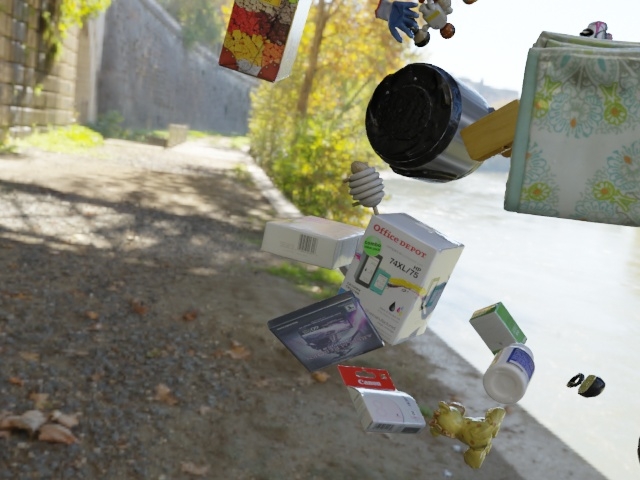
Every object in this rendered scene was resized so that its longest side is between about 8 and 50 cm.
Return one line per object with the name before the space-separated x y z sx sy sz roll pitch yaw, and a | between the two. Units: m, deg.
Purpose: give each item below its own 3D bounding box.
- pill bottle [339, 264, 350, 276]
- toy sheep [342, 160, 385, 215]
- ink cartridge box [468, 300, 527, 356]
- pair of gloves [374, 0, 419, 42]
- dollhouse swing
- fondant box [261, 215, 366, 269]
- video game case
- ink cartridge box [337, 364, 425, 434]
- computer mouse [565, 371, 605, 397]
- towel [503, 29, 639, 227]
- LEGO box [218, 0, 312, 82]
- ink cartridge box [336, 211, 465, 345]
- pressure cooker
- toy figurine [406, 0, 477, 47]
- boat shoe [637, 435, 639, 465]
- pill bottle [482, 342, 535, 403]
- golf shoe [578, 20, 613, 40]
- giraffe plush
pill bottle | 0.167 0.050 2.459 0.208 0.118 0.117 -37 22 -12
toy sheep | 0.103 -0.118 1.543 0.091 0.132 0.091 -25 8 4
ink cartridge box | 0.577 0.304 2.169 0.109 0.209 0.062 -31 8 44
pair of gloves | 0.185 -0.543 1.503 0.023 0.198 0.159 -5 37 -34
dollhouse swing | 0.603 -0.168 1.842 0.346 0.305 0.315 11 -20 -28
fondant box | 0.000 0.000 2.127 0.238 0.096 0.330 15 10 21
video game case | 0.020 0.214 1.558 0.196 0.026 0.274 -21 -36 8
ink cartridge box | 0.168 0.429 1.912 0.189 0.066 0.232 13 38 -31
computer mouse | 0.744 0.409 1.924 0.041 0.071 0.242 38 -3 8
towel | 0.550 -0.213 1.366 0.320 0.375 0.090 9 25 12
LEGO box | -0.165 -0.750 2.317 0.193 0.373 0.500 17 15 -2
ink cartridge box | 0.200 0.088 1.745 0.198 0.270 0.197 31 18 27
pressure cooker | 0.408 -0.394 2.394 0.375 0.370 0.420 -34 -25 29
toy figurine | 0.350 -0.696 2.056 0.148 0.213 0.209 39 -13 -30
boat shoe | 0.801 0.582 1.540 0.130 0.132 0.355 45 17 -26
pill bottle | 0.507 0.344 1.817 0.112 0.112 0.186 11 20 26
golf shoe | 0.838 -0.640 2.109 0.086 0.067 0.186 16 33 -1
giraffe plush | 0.398 0.526 1.925 0.170 0.181 0.210 25 8 23
